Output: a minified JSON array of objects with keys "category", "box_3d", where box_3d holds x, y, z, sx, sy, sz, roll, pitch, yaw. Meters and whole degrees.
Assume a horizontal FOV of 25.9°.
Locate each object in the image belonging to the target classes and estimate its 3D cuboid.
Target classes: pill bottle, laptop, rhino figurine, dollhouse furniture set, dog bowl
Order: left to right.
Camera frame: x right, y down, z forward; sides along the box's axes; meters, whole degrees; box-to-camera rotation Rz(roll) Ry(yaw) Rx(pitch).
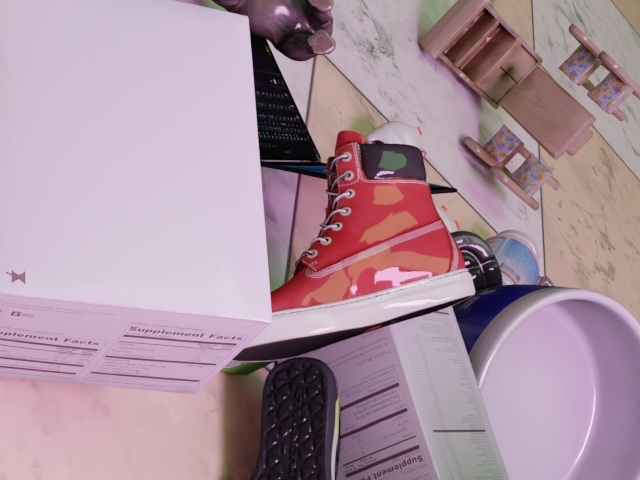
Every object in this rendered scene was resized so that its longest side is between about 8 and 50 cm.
[{"category":"rhino figurine","box_3d":[-0.082,-0.268,1.427,0.243,0.073,0.106,37,-7,-3]},{"category":"laptop","box_3d":[0.004,-0.139,1.413,0.264,0.136,0.234,65,15,5]},{"category":"pill bottle","box_3d":[0.217,0.046,1.693,0.087,0.087,0.160,58,30,-8]},{"category":"dollhouse furniture set","box_3d":[0.266,-0.209,1.863,0.161,0.212,0.242,34,14,-42]},{"category":"dog bowl","box_3d":[0.228,0.178,1.454,0.265,0.104,0.265,-2,95,-32]}]

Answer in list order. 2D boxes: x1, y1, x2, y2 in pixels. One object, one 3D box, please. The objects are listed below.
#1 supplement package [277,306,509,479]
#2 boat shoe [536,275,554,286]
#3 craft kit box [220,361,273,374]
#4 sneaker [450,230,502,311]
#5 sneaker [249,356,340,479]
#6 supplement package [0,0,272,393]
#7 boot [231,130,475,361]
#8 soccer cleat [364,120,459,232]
[{"category":"supplement package","box_3d":[0.073,0.187,1.305,0.139,0.134,0.244,11,57,-54]},{"category":"boat shoe","box_3d":[0.284,0.164,1.691,0.116,0.096,0.324,43,35,-31]},{"category":"craft kit box","box_3d":[-0.151,-0.015,1.203,0.250,0.061,0.247,15,57,-52]},{"category":"sneaker","box_3d":[0.169,0.115,1.546,0.101,0.106,0.267,-14,99,-17]},{"category":"sneaker","box_3d":[-0.017,0.213,1.194,0.097,0.084,0.235,72,27,-55]},{"category":"supplement package","box_3d":[-0.162,-0.040,1.022,0.204,0.145,0.262,8,61,-25]},{"category":"boot","box_3d":[0.000,0.000,1.206,0.244,0.088,0.176,-16,81,-26]},{"category":"soccer cleat","box_3d":[0.103,-0.043,1.622,0.076,0.068,0.196,-20,90,-31]}]
